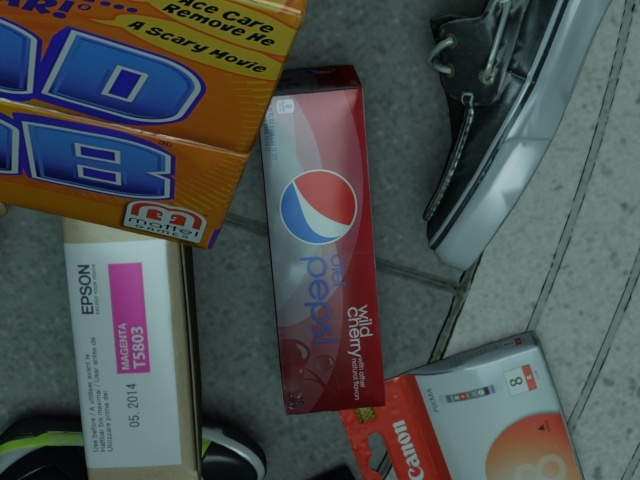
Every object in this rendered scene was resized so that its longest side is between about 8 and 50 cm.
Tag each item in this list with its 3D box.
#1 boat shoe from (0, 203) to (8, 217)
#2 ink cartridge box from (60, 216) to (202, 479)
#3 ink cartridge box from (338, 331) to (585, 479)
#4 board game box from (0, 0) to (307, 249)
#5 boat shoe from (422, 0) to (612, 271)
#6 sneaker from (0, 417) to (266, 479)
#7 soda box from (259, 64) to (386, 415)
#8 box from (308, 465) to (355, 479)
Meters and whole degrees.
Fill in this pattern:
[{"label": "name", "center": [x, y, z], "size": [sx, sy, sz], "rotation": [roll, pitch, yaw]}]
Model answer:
[{"label": "boat shoe", "center": [-0.280, -0.075, 1.263], "size": [0.045, 0.050, 0.135], "rotation": [-19, 110, -22]}, {"label": "ink cartridge box", "center": [-0.139, 0.050, 1.230], "size": [0.088, 0.193, 0.234], "rotation": [-3, 107, -2]}, {"label": "ink cartridge box", "center": [0.119, 0.171, 1.361], "size": [0.179, 0.045, 0.145], "rotation": [-20, 107, 1]}, {"label": "board game box", "center": [-0.182, -0.249, 0.975], "size": [0.356, 0.356, 0.356], "rotation": [13, 68, -7]}, {"label": "boat shoe", "center": [0.138, -0.146, 1.234], "size": [0.119, 0.121, 0.335], "rotation": [22, 95, -2]}, {"label": "sneaker", "center": [-0.161, 0.207, 1.320], "size": [0.235, 0.097, 0.084], "rotation": [-1, 139, 3]}, {"label": "soda box", "center": [0.000, 0.000, 1.273], "size": [0.083, 0.092, 0.263], "rotation": [-6, 108, -2]}, {"label": "box", "center": [-0.001, 0.414, 1.247], "size": [0.212, 0.395, 0.293], "rotation": [-25, 108, 5]}]
